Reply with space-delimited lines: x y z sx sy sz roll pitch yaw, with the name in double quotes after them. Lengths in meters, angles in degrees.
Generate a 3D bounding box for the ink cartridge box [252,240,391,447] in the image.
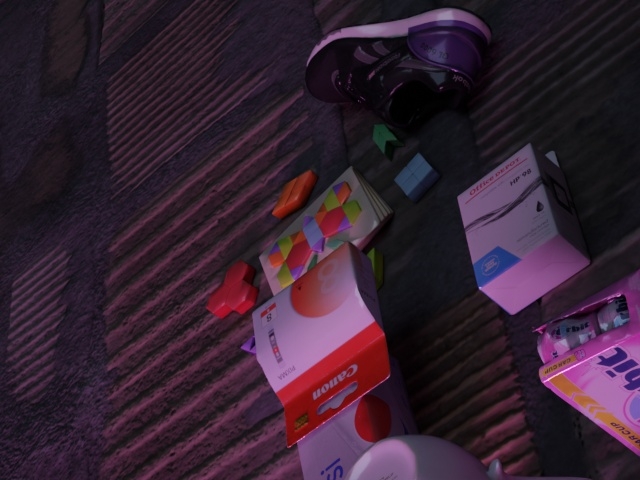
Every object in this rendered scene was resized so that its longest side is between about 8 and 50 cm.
-0.003 0.105 1.525 0.145 0.045 0.179 -37 33 23 "ink cartridge box"

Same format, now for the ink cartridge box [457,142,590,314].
0.204 -0.025 1.534 0.104 0.060 0.180 -38 36 25 "ink cartridge box"

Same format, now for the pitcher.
0.133 0.232 1.253 0.178 0.207 0.125 -42 35 15 "pitcher"

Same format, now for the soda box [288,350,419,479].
0.043 0.220 1.483 0.098 0.091 0.286 -39 35 20 "soda box"

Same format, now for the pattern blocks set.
0.000 0.000 1.803 0.325 0.026 0.285 -53 33 1 "pattern blocks set"

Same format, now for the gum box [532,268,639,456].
0.269 0.108 1.211 0.107 0.188 0.062 -32 39 29 "gum box"

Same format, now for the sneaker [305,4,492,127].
0.074 -0.196 1.817 0.283 0.107 0.124 -12 53 46 "sneaker"
